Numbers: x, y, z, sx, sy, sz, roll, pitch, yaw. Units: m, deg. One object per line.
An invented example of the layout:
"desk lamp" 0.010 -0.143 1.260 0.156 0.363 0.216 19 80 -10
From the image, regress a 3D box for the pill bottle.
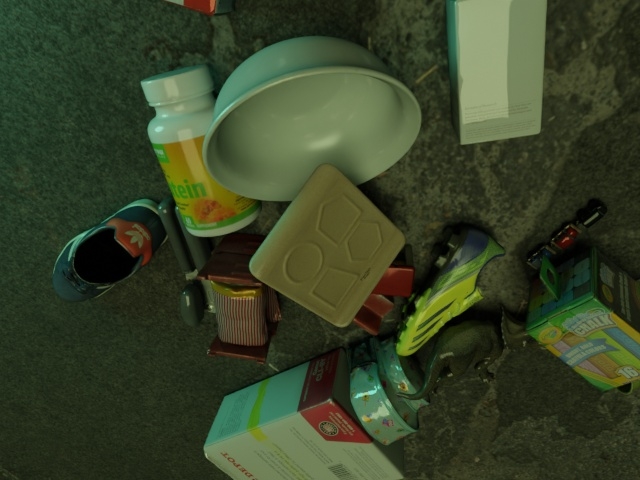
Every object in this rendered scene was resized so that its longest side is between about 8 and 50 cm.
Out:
"pill bottle" -0.190 -0.141 0.672 0.136 0.136 0.245 -6 120 13

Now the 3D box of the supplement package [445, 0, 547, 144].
"supplement package" 0.230 -0.236 0.561 0.105 0.105 0.179 -6 120 14

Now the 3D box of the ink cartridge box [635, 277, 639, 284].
"ink cartridge box" 0.644 0.139 0.741 0.115 0.067 0.198 -38 107 27

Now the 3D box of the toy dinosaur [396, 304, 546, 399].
"toy dinosaur" 0.270 0.203 0.789 0.314 0.121 0.160 -7 126 -16

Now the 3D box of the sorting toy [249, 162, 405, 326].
"sorting toy" 0.017 0.014 0.647 0.208 0.038 0.193 38 85 -34

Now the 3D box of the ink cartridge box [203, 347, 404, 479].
"ink cartridge box" -0.037 0.458 0.996 0.385 0.160 0.279 -29 112 24

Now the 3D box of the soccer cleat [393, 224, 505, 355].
"soccer cleat" 0.227 0.110 0.761 0.121 0.093 0.289 23 113 -1

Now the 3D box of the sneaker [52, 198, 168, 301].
"sneaker" -0.449 0.049 0.826 0.350 0.148 0.131 -34 110 26

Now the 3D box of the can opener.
"can opener" -0.250 0.050 0.825 0.074 0.093 0.280 2 122 13

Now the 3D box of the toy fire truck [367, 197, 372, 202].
"toy fire truck" 0.000 0.000 0.700 0.135 0.192 0.047 21 160 -3

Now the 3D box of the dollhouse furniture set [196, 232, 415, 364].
"dollhouse furniture set" -0.022 0.117 0.790 0.374 0.152 0.201 4 122 7

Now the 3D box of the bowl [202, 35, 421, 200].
"bowl" -0.021 -0.179 0.588 0.298 0.134 0.298 -12 161 -4

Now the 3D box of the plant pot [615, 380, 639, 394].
"plant pot" 0.614 0.248 0.812 0.079 0.083 0.083 -12 119 3

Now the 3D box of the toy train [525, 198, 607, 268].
"toy train" 0.414 -0.005 0.710 0.027 0.036 0.158 32 121 -10

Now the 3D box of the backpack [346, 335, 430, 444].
"backpack" 0.138 0.304 0.856 0.144 0.188 0.166 -29 112 24

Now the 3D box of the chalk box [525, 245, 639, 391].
"chalk box" 0.429 0.113 0.679 0.213 0.132 0.132 39 136 1

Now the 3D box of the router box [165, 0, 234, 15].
"router box" -0.236 -0.492 0.499 0.301 0.082 0.335 16 122 0
